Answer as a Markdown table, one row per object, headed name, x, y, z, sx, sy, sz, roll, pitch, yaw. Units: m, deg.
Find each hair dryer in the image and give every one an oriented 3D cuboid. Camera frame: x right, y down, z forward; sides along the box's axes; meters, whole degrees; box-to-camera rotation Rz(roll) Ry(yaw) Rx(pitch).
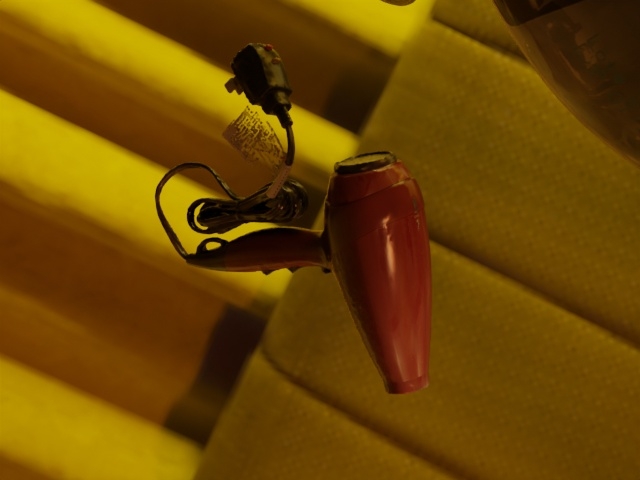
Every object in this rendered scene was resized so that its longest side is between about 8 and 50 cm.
| name | x | y | z | sx | sy | sz | roll | pitch | yaw |
| --- | --- | --- | --- | --- | --- | --- | --- | --- | --- |
| hair dryer | 0.000 | 0.000 | 1.286 | 0.080 | 0.293 | 0.224 | -24 | -23 | -40 |

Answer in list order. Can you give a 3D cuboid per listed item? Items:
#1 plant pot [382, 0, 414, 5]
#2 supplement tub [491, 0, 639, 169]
| name | x | y | z | sx | sy | sz | roll | pitch | yaw |
| --- | --- | --- | --- | --- | --- | --- | --- | --- | --- |
| plant pot | 0.065 | -0.353 | 1.033 | 0.293 | 0.275 | 0.275 | -45 | 5 | -5 |
| supplement tub | 0.220 | -0.174 | 0.526 | 0.338 | 0.207 | 0.207 | -31 | 25 | 31 |
